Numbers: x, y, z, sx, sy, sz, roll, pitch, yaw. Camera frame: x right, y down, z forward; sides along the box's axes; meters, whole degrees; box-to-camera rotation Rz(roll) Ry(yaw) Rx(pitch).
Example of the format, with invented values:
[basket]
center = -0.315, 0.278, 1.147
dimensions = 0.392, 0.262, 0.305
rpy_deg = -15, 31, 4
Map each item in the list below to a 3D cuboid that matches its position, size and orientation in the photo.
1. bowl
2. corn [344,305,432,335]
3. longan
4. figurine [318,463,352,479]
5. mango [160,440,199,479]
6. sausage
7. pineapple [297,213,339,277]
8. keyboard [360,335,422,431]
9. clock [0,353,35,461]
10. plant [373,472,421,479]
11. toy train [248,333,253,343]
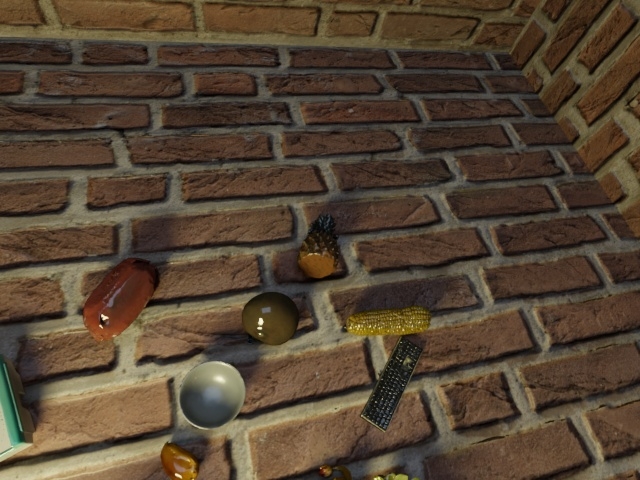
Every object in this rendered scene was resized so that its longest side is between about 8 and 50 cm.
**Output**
[bowl]
center = -0.319, 0.458, 1.216
dimensions = 0.189, 0.086, 0.188
rpy_deg = 7, 58, -11
[corn]
center = 0.235, 0.282, 1.441
dimensions = 0.313, 0.102, 0.101
rpy_deg = 0, 59, -10
[longan]
center = -0.159, 0.248, 1.333
dimensions = 0.189, 0.189, 0.189
rpy_deg = 6, 58, -9
[figurine]
center = 0.012, 0.689, 1.155
dimensions = 0.176, 0.121, 0.122
rpy_deg = -6, 27, -2
[mango]
center = -0.386, 0.606, 1.124
dimensions = 0.127, 0.063, 0.077
rpy_deg = 35, 63, 16
[sausage]
center = -0.619, 0.176, 1.285
dimensions = 0.152, 0.152, 0.279
rpy_deg = 25, 59, 3
[pineapple]
center = 0.000, 0.000, 1.539
dimensions = 0.158, 0.157, 0.278
rpy_deg = 13, 45, -5
[keyboard]
center = 0.241, 0.465, 1.372
dimensions = 0.106, 0.027, 0.317
rpy_deg = 32, 58, 7
[clock]
center = -0.901, 0.469, 1.072
dimensions = 0.231, 0.116, 0.262
rpy_deg = -26, 66, -20
[plant]
center = 0.181, 0.797, 1.065
dimensions = 0.262, 0.297, 0.305
rpy_deg = -16, 77, 13
[toy train]
center = -0.233, 0.305, 1.368
dimensions = 0.017, 0.017, 0.083
rpy_deg = 1, 58, -9
